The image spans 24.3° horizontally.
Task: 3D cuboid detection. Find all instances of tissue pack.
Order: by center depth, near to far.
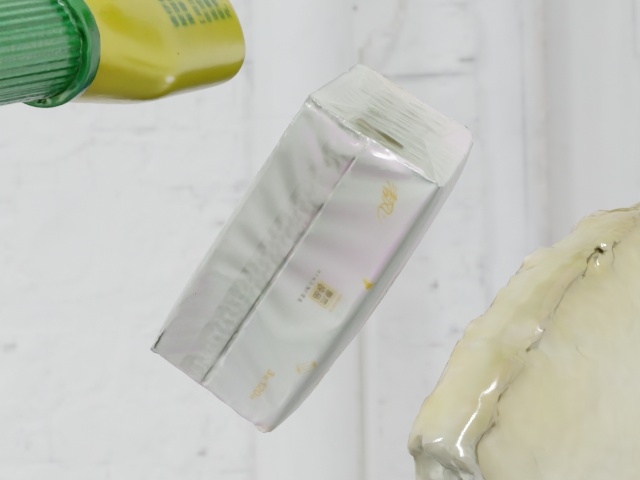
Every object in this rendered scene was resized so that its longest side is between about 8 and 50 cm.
[{"bbox_3d":[0.000,0.000,1.094,0.124,0.225,0.185,35,20,5],"label":"tissue pack"}]

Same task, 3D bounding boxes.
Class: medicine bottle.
[{"bbox_3d":[-0.138,-0.113,0.810,0.111,0.076,0.309,34,20,11],"label":"medicine bottle"}]

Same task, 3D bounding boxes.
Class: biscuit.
[{"bbox_3d":[0.113,0.084,0.392,0.040,0.188,0.265,-7,-16,42],"label":"biscuit"}]
